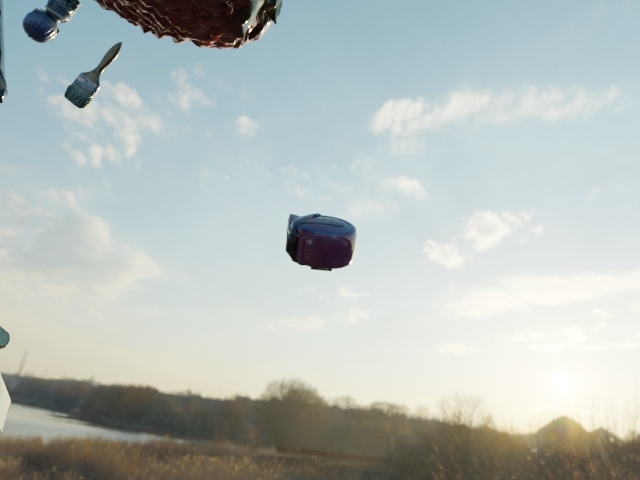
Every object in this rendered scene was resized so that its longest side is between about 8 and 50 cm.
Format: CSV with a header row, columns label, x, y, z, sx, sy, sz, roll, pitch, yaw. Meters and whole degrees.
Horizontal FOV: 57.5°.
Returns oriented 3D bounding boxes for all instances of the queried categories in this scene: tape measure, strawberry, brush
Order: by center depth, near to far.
label,x,y,z,sx,sy,sz,roll,pitch,yaw
strawberry,-0.202,-0.418,0.837,0.352,0.311,0.267,4,-40,24
tape measure,0.000,0.000,0.955,0.118,0.074,0.125,6,21,-1
brush,-0.553,-0.415,1.444,0.070,0.196,0.021,38,-3,9

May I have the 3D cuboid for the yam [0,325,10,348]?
label,x,y,z,sx,sy,sz,roll,pitch,yaw
yam,-0.672,0.202,1.059,0.274,0.061,0.061,-19,-30,23

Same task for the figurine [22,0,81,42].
label,x,y,z,sx,sy,sz,roll,pitch,yaw
figurine,-0.655,-0.545,1.429,0.087,0.149,0.086,44,-6,42

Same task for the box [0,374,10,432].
label,x,y,z,sx,sy,sz,roll,pitch,yaw
box,-0.560,0.169,0.892,0.069,0.256,0.164,-21,10,-22

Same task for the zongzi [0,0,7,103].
label,x,y,z,sx,sy,sz,roll,pitch,yaw
zongzi,-0.475,-0.313,0.630,0.384,0.361,0.319,-7,4,8
